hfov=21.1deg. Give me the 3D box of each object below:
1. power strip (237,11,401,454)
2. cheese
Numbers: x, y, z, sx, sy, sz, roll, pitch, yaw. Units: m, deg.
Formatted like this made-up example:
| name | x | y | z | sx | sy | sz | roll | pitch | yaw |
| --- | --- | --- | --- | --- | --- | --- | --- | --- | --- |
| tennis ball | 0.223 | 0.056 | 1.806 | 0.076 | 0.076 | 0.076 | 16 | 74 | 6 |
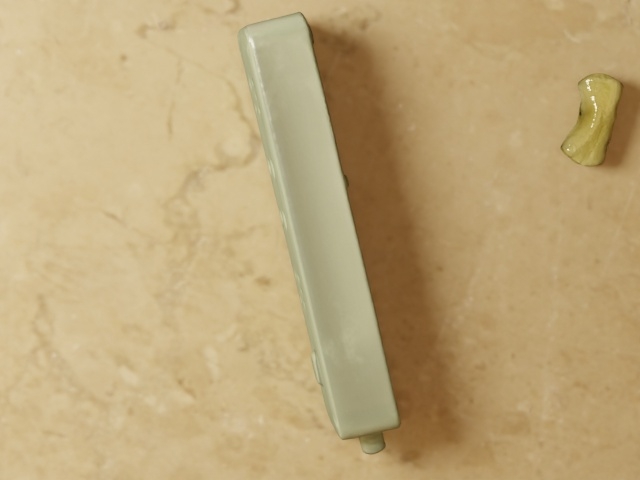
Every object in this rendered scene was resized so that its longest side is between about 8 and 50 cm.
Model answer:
| name | x | y | z | sx | sy | sz | roll | pitch | yaw |
| --- | --- | --- | --- | --- | --- | --- | --- | --- | --- |
| power strip | 0.000 | 0.000 | 1.469 | 0.062 | 0.091 | 0.385 | -14 | 95 | -6 |
| cheese | 0.241 | -0.108 | 1.529 | 0.044 | 0.030 | 0.083 | 11 | 97 | -15 |
